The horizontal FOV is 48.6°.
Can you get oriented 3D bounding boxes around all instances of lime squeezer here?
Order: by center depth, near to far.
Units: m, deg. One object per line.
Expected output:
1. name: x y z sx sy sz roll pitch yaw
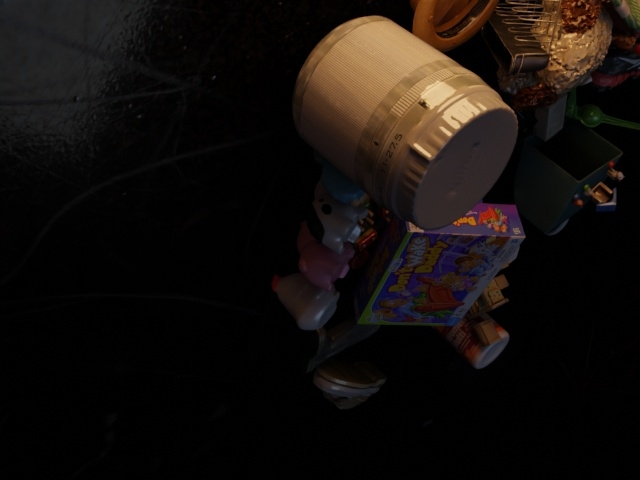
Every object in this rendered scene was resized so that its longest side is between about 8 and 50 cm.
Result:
1. lime squeezer: 0.624 -0.306 1.625 0.310 0.059 0.110 20 150 -34

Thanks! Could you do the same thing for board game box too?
1. board game box: 0.222 0.056 1.425 0.233 0.078 0.347 2 145 -13

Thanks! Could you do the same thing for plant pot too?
1. plant pot: 0.575 -0.142 1.716 0.165 0.166 0.234 -30 148 -25

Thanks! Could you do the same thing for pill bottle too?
1. pill bottle: 0.356 0.208 1.787 0.121 0.221 0.121 -31 146 -23

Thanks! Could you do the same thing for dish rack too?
1. dish rack: 0.321 -0.411 1.084 0.074 0.208 0.272 0 127 -4

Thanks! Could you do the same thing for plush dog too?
1. plush dog: 0.419 -0.329 1.205 0.225 0.210 0.262 -52 160 -51

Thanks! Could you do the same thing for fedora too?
1. fedora: 0.196 -0.379 1.064 0.194 0.079 0.194 -30 147 -21

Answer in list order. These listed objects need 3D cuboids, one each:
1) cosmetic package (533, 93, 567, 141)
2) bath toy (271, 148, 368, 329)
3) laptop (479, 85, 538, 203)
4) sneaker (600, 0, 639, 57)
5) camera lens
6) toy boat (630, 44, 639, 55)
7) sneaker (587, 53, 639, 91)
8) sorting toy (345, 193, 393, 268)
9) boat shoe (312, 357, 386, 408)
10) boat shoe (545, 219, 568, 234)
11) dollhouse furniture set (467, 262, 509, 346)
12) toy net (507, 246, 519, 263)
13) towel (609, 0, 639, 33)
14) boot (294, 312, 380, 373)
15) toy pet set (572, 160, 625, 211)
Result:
1. cosmetic package: 0.514 -0.284 1.590 0.060 0.041 0.115 -37 148 -13
2. bath toy: 0.000 0.000 1.222 0.151 0.129 0.348 -41 155 -48
3. laptop: 0.355 -0.150 1.457 0.264 0.136 0.234 -45 151 16
4. sneaker: 0.587 -0.455 1.365 0.281 0.162 0.106 -54 148 13
5. camera lens: 0.110 -0.172 1.009 0.219 0.274 0.219 -31 146 -24
6. toy boat: 0.725 -0.506 1.437 0.318 0.148 0.267 -62 147 -4
7. sneaker: 0.697 -0.430 1.587 0.276 0.097 0.135 -24 144 -31
8. sorting toy: 0.102 -0.052 1.357 0.132 0.046 0.274 -35 147 -18
9. boat shoe: 0.063 0.355 1.710 0.103 0.113 0.302 -57 149 7
10. boat shoe: 0.640 -0.112 1.913 0.070 0.078 0.219 -12 127 -44
11. dollhouse furniture set: 0.427 0.130 1.678 0.161 0.182 0.101 -20 169 -33
12. toy net: 0.486 0.002 1.885 0.122 0.045 0.232 -54 150 8
13. towel: 0.462 -0.485 1.144 0.038 0.248 0.325 -16 165 32
14. boot: 0.048 0.197 1.550 0.208 0.076 0.190 -21 155 -25
15. toy pet set: 0.647 -0.102 1.625 0.122 0.065 0.114 -43 155 2
